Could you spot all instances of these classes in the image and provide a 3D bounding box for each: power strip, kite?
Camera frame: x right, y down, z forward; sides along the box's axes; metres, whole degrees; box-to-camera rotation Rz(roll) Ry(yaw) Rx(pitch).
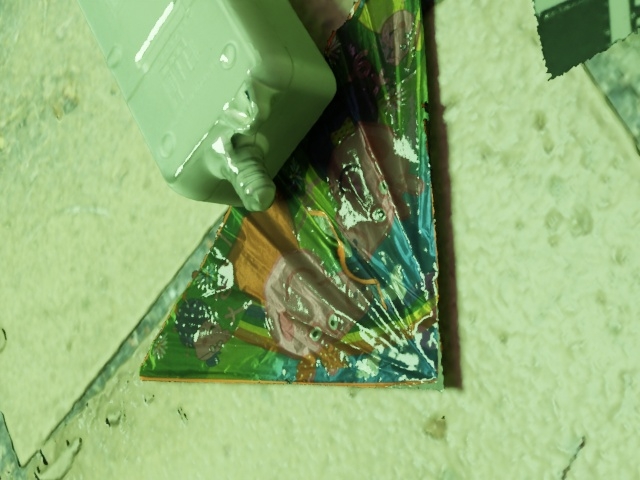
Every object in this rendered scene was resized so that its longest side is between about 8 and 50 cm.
[{"bbox_3d":[-0.084,-0.140,0.813,0.098,0.058,0.338,-51,48,27],"label":"power strip"},{"bbox_3d":[0.000,0.000,0.764,0.234,0.016,0.321,52,123,34],"label":"kite"}]

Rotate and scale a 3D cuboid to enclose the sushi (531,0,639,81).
[{"bbox_3d":[0.166,-0.179,0.585,0.210,0.040,0.192,-30,57,43],"label":"sushi"}]
